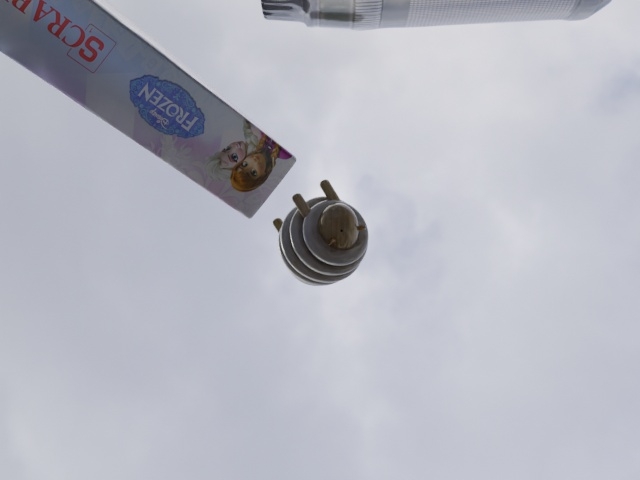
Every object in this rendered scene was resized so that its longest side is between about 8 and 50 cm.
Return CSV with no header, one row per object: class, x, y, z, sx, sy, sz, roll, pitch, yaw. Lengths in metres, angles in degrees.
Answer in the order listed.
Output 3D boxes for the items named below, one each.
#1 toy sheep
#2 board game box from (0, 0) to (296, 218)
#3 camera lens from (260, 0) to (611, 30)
toy sheep,0.000,0.000,0.970,0.091,0.132,0.091,6,-111,-15
board game box,-0.207,-0.178,0.805,0.066,0.319,0.318,-51,-136,4
camera lens,0.089,-0.268,0.757,0.274,0.219,0.219,-3,-111,-1
